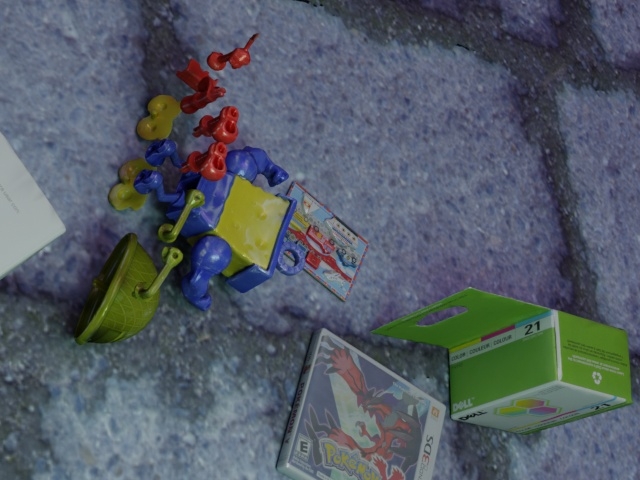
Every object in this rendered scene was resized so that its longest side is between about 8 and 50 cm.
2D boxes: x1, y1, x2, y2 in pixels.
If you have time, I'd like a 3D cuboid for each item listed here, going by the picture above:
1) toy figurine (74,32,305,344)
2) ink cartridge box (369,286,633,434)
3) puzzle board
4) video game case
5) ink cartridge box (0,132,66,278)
[{"bbox_3d":[-0.091,-0.010,1.444,0.217,0.191,0.362,37,51,-28],"label":"toy figurine"},{"bbox_3d":[0.212,0.148,1.621,0.255,0.189,0.097,15,62,-33],"label":"ink cartridge box"},{"bbox_3d":[0.000,0.000,1.631,0.128,0.011,0.096,40,49,-20],"label":"puzzle board"},{"bbox_3d":[0.052,0.224,1.562,0.201,0.023,0.183,34,52,-24],"label":"video game case"},{"bbox_3d":[-0.381,0.040,1.152,0.117,0.201,0.278,56,45,-7],"label":"ink cartridge box"}]
